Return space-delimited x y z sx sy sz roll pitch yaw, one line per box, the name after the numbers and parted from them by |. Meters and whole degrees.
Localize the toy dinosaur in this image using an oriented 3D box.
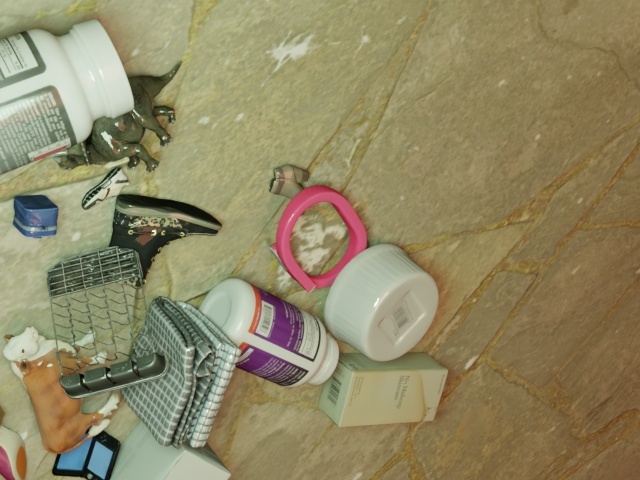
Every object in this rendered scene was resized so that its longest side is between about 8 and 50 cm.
-0.363 -0.229 1.635 0.313 0.121 0.160 -51 129 -3 | toy dinosaur

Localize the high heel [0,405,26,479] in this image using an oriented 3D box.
-0.682 0.419 1.748 0.117 0.082 0.244 -5 132 3 | high heel

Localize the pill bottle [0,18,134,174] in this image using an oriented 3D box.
-0.520 -0.235 1.466 0.363 0.210 0.210 -25 121 -17 | pill bottle

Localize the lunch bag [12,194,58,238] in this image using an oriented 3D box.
-0.535 -0.041 1.618 0.067 0.098 0.065 -6 115 -36 | lunch bag

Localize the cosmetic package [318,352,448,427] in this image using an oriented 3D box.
0.163 0.383 2.225 0.310 0.113 0.160 3 107 -32 | cosmetic package

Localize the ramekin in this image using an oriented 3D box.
0.158 0.158 2.082 0.277 0.135 0.277 -23 130 -31 | ramekin

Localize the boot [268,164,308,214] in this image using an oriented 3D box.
-0.073 -0.112 1.920 0.087 0.042 0.118 -3 110 -24 | boot

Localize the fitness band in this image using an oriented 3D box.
0.000 0.000 1.970 0.209 0.054 0.291 -44 137 -8 | fitness band

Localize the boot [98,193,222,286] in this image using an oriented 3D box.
-0.335 0.007 1.779 0.237 0.085 0.178 11 109 -37 | boot

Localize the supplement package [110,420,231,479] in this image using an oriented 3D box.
-0.343 0.513 1.903 0.194 0.203 0.149 -52 127 -3 | supplement package

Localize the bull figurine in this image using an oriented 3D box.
-0.527 0.288 1.758 0.189 0.101 0.310 -20 118 -26 | bull figurine

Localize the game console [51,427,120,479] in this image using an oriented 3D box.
-0.508 0.474 1.868 0.071 0.107 0.122 -1 113 -62 | game console

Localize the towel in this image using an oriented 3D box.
-0.304 0.269 1.777 0.121 0.284 0.235 17 99 -35 | towel

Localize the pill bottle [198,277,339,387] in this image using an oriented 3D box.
-0.113 0.220 1.940 0.323 0.181 0.181 30 92 -37 | pill bottle

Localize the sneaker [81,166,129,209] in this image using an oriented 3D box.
-0.424 -0.095 1.702 0.109 0.040 0.043 -43 128 -10 | sneaker

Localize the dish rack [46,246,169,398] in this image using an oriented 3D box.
-0.422 0.152 1.670 0.208 0.271 0.074 -14 162 -3 | dish rack
